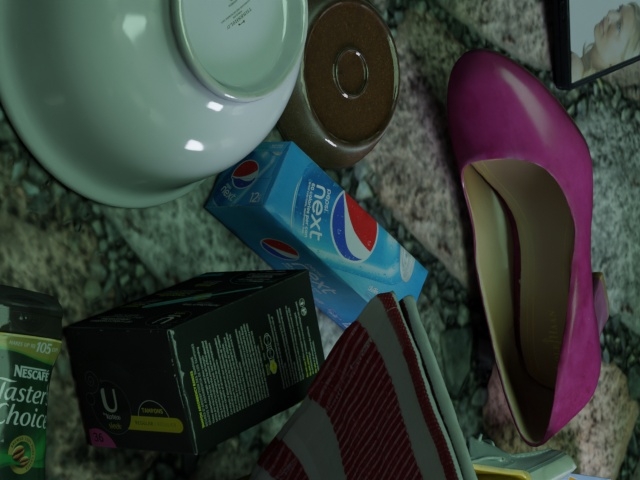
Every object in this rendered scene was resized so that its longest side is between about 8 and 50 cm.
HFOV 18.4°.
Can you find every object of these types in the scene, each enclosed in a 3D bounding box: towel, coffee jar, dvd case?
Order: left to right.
[{"bbox_3d":[-0.238,0.123,1.409,0.096,0.079,0.184,11,82,-48],"label":"coffee jar"},{"bbox_3d":[0.002,0.225,1.455,0.037,0.329,0.237,14,37,-29],"label":"towel"},{"bbox_3d":[0.317,-0.271,2.048,0.253,0.022,0.180,-25,117,-45],"label":"dvd case"}]

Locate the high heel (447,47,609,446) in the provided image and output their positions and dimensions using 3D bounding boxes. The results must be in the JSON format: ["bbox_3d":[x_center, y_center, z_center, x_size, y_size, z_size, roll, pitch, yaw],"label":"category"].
[{"bbox_3d":[0.187,0.010,1.838,0.377,0.127,0.181,62,38,-32],"label":"high heel"}]

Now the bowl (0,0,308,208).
[{"bbox_3d":[-0.104,-0.174,1.519,0.298,0.134,0.298,0,90,-49],"label":"bowl"}]

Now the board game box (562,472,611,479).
[{"bbox_3d":[0.219,0.332,1.947,0.160,0.039,0.211,14,79,-47],"label":"board game box"}]

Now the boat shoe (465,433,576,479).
[{"bbox_3d":[0.142,0.217,1.819,0.227,0.079,0.081,-14,68,-39],"label":"boat shoe"}]

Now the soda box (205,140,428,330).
[{"bbox_3d":[0.000,0.000,1.678,0.210,0.071,0.067,42,60,-39],"label":"soda box"}]

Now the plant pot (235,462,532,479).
[{"bbox_3d":[0.030,0.280,1.626,0.212,0.187,0.212,14,80,-46],"label":"plant pot"}]

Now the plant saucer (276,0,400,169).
[{"bbox_3d":[0.018,-0.146,1.732,0.168,0.029,0.168,-2,92,-48],"label":"plant saucer"}]

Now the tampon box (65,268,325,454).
[{"bbox_3d":[-0.093,0.093,1.538,0.161,0.120,0.101,-22,105,-46],"label":"tampon box"}]
